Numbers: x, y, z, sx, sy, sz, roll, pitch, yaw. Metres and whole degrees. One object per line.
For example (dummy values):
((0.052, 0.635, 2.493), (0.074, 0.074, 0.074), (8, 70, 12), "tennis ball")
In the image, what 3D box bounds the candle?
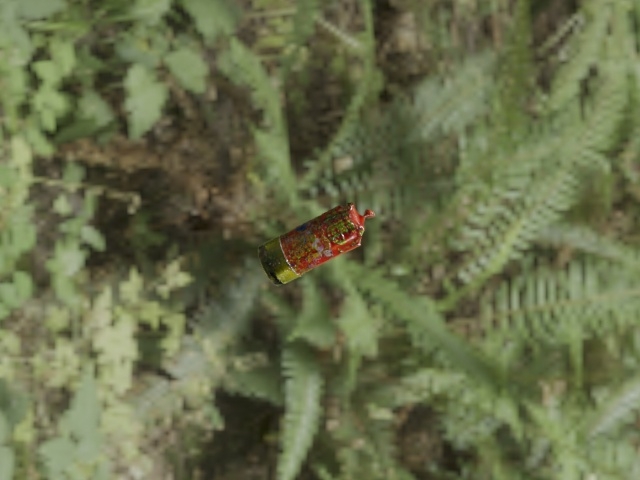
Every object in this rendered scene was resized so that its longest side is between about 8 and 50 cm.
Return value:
((0.000, 0.000, 1.796), (0.052, 0.131, 0.052), (58, 15, -24), "candle")
